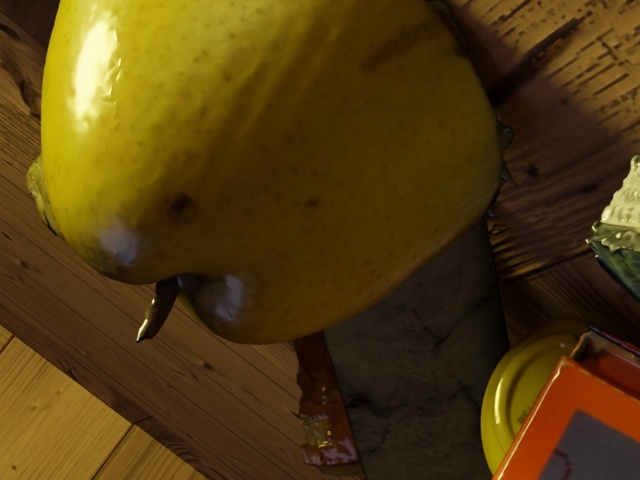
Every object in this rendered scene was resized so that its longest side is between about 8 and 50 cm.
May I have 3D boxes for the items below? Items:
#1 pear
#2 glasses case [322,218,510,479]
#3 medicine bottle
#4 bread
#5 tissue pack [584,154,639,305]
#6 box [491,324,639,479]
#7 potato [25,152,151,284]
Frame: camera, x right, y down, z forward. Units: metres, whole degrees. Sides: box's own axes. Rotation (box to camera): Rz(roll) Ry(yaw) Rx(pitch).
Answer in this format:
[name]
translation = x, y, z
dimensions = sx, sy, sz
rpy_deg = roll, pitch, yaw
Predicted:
[pear]
translation = -0.053, -0.045, 0.920
dimensions = 0.267, 0.178, 0.267
rpy_deg = 24, 142, 20
[glasses case]
translation = 0.066, 0.078, 1.165
dimensions = 0.114, 0.060, 0.299
rpy_deg = -11, 138, 6
[medicine bottle]
translation = 0.170, 0.135, 1.202
dimensions = 0.076, 0.111, 0.309
rpy_deg = 25, 171, 23
[bread]
translation = 0.030, 0.087, 1.329
dimensions = 0.086, 0.125, 0.156
rpy_deg = 48, -161, -64
[tissue pack]
translation = 0.241, 0.036, 0.765
dimensions = 0.173, 0.073, 0.235
rpy_deg = 40, 166, -25
[box]
translation = 0.237, 0.253, 0.972
dimensions = 0.318, 0.257, 0.348
rpy_deg = 30, 178, 23
[potato]
translation = -0.186, -0.022, 1.584
dimensions = 0.170, 0.080, 0.107
rpy_deg = 28, 176, 24
